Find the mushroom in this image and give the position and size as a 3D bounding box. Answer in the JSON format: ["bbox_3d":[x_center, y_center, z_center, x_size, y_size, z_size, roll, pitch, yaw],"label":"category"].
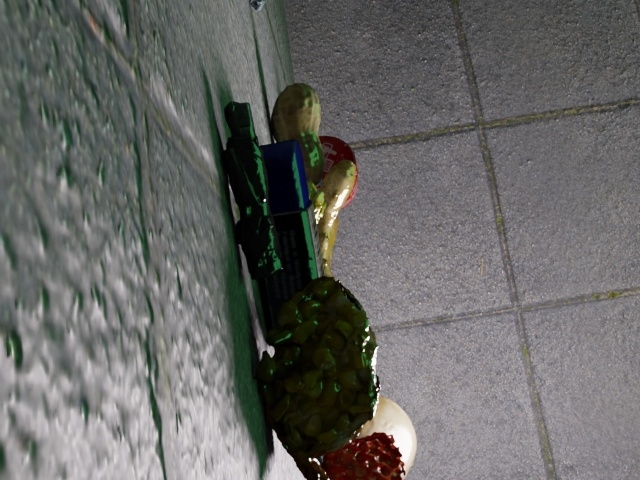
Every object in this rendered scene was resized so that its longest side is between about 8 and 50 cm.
[{"bbox_3d":[0.112,0.592,1.928,0.290,0.292,0.293,-46,-139,44],"label":"mushroom"}]

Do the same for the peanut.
[{"bbox_3d":[-0.059,-0.245,1.693,0.136,0.120,0.299,6,-76,48],"label":"peanut"}]

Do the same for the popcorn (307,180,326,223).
[{"bbox_3d":[-0.046,-0.074,1.463,0.106,0.116,0.121,-135,-148,-62],"label":"popcorn"}]

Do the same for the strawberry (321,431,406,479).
[{"bbox_3d":[0.079,0.569,1.643,0.234,0.177,0.234,-48,-151,39],"label":"strawberry"}]

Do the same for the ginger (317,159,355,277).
[{"bbox_3d":[-0.019,-0.003,1.764,0.363,0.122,0.348,-30,-141,65],"label":"ginger"}]

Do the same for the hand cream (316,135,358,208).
[{"bbox_3d":[0.013,-0.211,2.169,0.149,0.230,0.230,73,9,-62],"label":"hand cream"}]

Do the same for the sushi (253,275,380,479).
[{"bbox_3d":[0.002,0.193,0.925,0.179,0.166,0.297,90,21,-70],"label":"sushi"}]

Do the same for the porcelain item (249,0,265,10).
[{"bbox_3d":[-0.159,-0.592,1.605,0.028,0.036,0.083,-57,145,-36],"label":"porcelain item"}]

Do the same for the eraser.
[{"bbox_3d":[-0.054,0.008,1.084,0.155,0.101,0.333,-77,158,-80],"label":"eraser"}]

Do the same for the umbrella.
[{"bbox_3d":[-0.094,-0.065,0.884,0.066,0.059,0.236,-179,-103,-70],"label":"umbrella"}]
